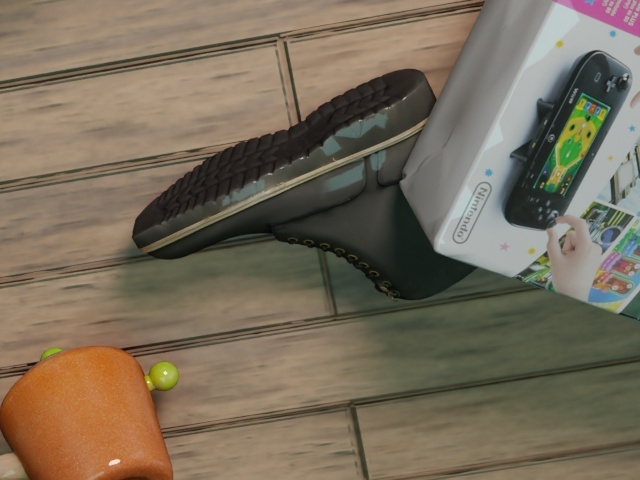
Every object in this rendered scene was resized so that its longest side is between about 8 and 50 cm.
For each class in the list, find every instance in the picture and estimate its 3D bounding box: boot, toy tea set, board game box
[{"bbox_3d":[0.000,0.000,0.873,0.198,0.077,0.137,-23,115,10],"label":"boot"},{"bbox_3d":[-0.243,0.150,0.868,0.336,0.124,0.200,2,132,-39],"label":"toy tea set"},{"bbox_3d":[0.230,-0.062,0.808,0.303,0.097,0.224,18,111,-19],"label":"board game box"}]
